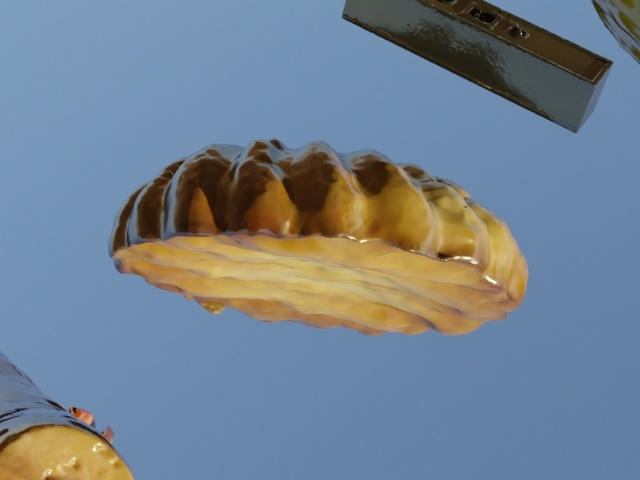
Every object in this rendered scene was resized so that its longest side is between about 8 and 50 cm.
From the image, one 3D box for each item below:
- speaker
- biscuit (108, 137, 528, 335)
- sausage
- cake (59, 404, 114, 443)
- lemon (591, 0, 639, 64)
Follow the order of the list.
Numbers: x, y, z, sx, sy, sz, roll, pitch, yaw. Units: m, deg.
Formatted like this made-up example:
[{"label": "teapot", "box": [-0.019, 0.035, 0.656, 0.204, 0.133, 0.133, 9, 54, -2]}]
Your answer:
[{"label": "speaker", "box": [0.109, -0.143, 0.994, 0.191, 0.046, 0.040, 29, -138, 14]}, {"label": "biscuit", "box": [0.000, 0.000, 1.098, 0.325, 0.326, 0.107, 2, -103, 17]}, {"label": "sausage", "box": [-0.168, 0.112, 0.706, 0.109, 0.109, 0.270, -39, -156, -17]}, {"label": "cake", "box": [-0.314, 0.312, 1.583, 0.098, 0.287, 0.135, 27, -167, -1]}, {"label": "lemon", "box": [0.267, -0.202, 0.655, 0.364, 0.364, 0.364, -8, -131, 9]}]
